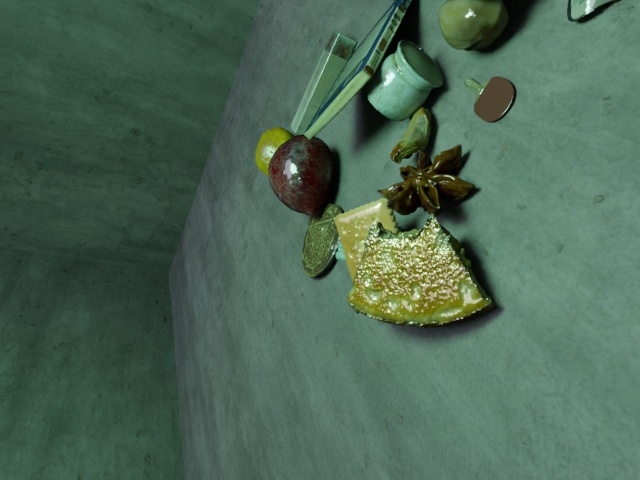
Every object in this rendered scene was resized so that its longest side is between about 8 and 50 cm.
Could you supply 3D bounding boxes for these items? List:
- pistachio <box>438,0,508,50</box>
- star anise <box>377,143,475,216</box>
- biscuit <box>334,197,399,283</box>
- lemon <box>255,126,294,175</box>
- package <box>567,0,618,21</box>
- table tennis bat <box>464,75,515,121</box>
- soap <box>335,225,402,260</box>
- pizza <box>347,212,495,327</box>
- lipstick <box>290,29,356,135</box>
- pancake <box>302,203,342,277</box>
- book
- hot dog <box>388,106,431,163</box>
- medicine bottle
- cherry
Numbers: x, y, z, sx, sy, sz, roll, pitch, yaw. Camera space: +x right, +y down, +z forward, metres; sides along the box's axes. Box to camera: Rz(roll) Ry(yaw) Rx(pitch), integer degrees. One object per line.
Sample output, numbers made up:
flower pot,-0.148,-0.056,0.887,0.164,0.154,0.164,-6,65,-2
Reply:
pistachio,0.318,-0.467,0.915,0.124,0.124,0.185,-61,32,27
star anise,0.230,-0.118,0.940,0.196,0.111,0.212,-28,21,31
biscuit,0.125,0.040,1.008,0.160,0.030,0.250,-18,85,35
lemon,-0.170,-0.344,1.701,0.170,0.170,0.207,13,87,62
package,0.486,-0.492,0.711,0.166,0.040,0.232,-3,74,61
table tennis bat,0.348,-0.305,0.910,0.087,0.013,0.156,-62,33,29
soap,0.122,0.010,1.127,0.198,0.063,0.114,11,87,62
pizza,0.192,0.064,0.892,0.323,0.089,0.223,-7,84,39
lipstick,0.004,-0.552,1.562,0.371,0.080,0.076,-62,32,25
pancake,-0.001,0.000,1.385,0.250,0.031,0.250,-34,49,51
book,0.110,-0.497,1.217,0.300,0.039,0.428,-33,27,55
hot dog,0.227,-0.241,1.037,0.169,0.061,0.078,-58,21,-12
medicine bottle,0.204,-0.388,1.062,0.143,0.147,0.147,-41,44,43
cherry,-0.060,-0.213,1.412,0.230,0.203,0.300,-34,56,34
